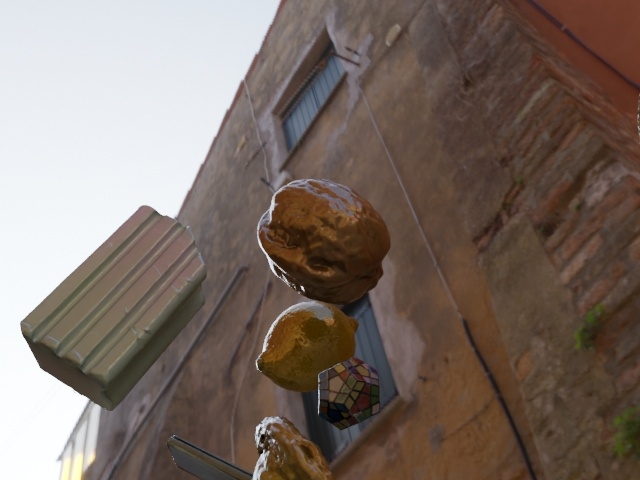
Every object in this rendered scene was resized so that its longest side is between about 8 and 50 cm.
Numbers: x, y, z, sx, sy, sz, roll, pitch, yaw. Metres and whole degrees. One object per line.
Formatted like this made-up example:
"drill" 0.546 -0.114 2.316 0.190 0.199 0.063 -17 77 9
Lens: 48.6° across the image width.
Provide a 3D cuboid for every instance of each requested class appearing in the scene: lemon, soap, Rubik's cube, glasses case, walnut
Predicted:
"lemon" -0.025 0.226 1.508 0.244 0.187 0.186 -27 -47 -23
"soap" -0.293 0.094 1.081 0.173 0.289 0.095 26 -37 15
"Rubik's cube" 0.043 0.233 1.082 0.111 0.093 0.111 -27 -12 -6
"glasses case" -0.198 0.489 1.507 0.266 0.056 0.105 17 -43 25
"walnut" 0.000 0.000 1.331 0.257 0.257 0.224 1 -52 -12

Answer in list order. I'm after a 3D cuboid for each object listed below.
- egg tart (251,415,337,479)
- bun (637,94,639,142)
"egg tart" -0.022 0.407 1.117 0.123 0.294 0.294 -39 -51 -14
"bun" 0.568 -0.160 0.945 0.146 0.287 0.287 -5 -51 -19
